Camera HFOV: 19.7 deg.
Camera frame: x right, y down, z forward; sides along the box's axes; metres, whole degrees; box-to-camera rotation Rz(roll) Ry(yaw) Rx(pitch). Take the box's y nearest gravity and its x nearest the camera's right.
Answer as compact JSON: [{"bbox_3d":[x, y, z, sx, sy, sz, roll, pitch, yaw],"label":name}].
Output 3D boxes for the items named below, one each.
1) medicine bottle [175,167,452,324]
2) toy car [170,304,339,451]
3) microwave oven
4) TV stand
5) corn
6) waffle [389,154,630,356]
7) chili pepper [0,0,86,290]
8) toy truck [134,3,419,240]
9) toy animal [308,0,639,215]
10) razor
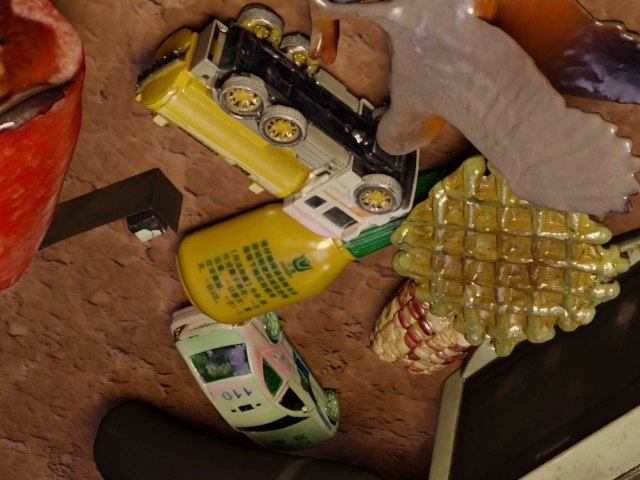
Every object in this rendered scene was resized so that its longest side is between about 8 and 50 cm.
[{"bbox_3d":[0.000,0.000,1.590,0.260,0.064,0.095,-19,114,24],"label":"medicine bottle"},{"bbox_3d":[-0.059,0.139,1.746,0.090,0.076,0.224,-16,134,20],"label":"toy car"},{"bbox_3d":[0.325,0.187,1.631,0.333,0.247,0.394,31,133,-24],"label":"microwave oven"},{"bbox_3d":[-0.240,0.003,1.633,0.256,0.049,0.040,-19,134,25],"label":"TV stand"},{"bbox_3d":[0.135,0.029,1.587,0.098,0.098,0.290,24,135,-20],"label":"corn"},{"bbox_3d":[0.149,0.014,1.479,0.169,0.036,0.183,41,132,-9],"label":"waffle"},{"bbox_3d":[-0.321,-0.063,1.432,0.251,0.229,0.305,-20,147,-28],"label":"chili pepper"},{"bbox_3d":[-0.031,-0.092,1.470,0.227,0.098,0.114,35,135,-26],"label":"toy truck"},{"bbox_3d":[0.116,-0.181,1.336,0.302,0.225,0.284,2,121,21],"label":"toy animal"},{"bbox_3d":[-0.057,0.252,1.735,0.349,0.113,0.204,11,161,41],"label":"razor"}]
